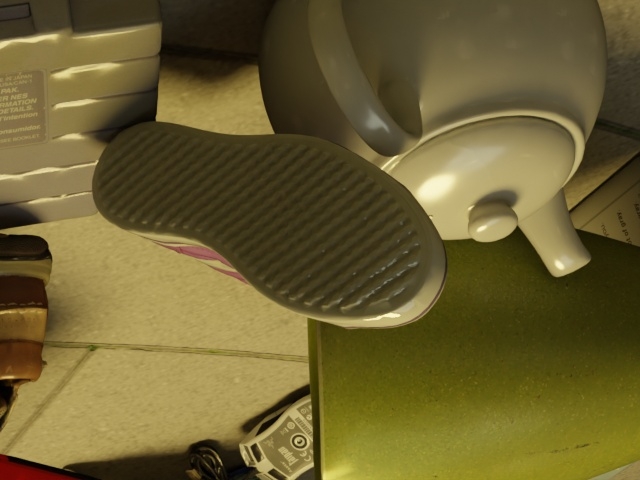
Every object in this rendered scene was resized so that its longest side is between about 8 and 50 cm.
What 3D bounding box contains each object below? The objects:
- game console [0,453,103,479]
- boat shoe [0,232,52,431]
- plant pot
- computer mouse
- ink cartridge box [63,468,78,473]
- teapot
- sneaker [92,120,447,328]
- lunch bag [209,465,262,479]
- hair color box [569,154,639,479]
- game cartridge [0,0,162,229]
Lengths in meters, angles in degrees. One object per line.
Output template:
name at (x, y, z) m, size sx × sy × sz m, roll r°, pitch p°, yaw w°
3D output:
game console at (-0.387, 0.191, 1.386) m, size 0.386 × 0.060 × 0.342 m, roll -4°, pitch 163°, yaw 33°
boat shoe at (-0.283, 0.093, 1.309) m, size 0.122 × 0.120 × 0.324 m, roll -3°, pitch 164°, yaw -25°
plant pot at (0.140, 0.092, 1.356) m, size 0.293 × 0.275 × 0.275 m, roll -2°, pitch 151°, yaw -2°
computer mouse at (-0.039, 0.208, 1.748) m, size 0.193 × 0.106 × 0.042 m, roll -35°, pitch -170°, yaw 22°
ink cartridge box at (-0.133, 0.386, 1.751) m, size 0.353 × 0.119 × 0.207 m, roll 27°, pitch 150°, yaw 10°
teapot at (0.084, -0.085, 1.164) m, size 0.256 × 0.187 × 0.252 m, roll -5°, pitch 149°, yaw -19°
sneaker at (0.000, -0.001, 1.117) m, size 0.161 × 0.282 × 0.102 m, roll 30°, pitch 85°, yaw -46°
lunch bag at (-0.077, 0.328, 1.852) m, size 0.096 × 0.151 × 0.129 m, roll -10°, pitch 150°, yaw -12°
hair color box at (0.272, 0.068, 1.537) m, size 0.113 × 0.185 × 0.374 m, roll 7°, pitch 144°, yaw -38°
game cartridge at (-0.281, -0.074, 1.128) m, size 0.355 × 0.068 × 0.230 m, roll -9°, pitch 147°, yaw -13°
